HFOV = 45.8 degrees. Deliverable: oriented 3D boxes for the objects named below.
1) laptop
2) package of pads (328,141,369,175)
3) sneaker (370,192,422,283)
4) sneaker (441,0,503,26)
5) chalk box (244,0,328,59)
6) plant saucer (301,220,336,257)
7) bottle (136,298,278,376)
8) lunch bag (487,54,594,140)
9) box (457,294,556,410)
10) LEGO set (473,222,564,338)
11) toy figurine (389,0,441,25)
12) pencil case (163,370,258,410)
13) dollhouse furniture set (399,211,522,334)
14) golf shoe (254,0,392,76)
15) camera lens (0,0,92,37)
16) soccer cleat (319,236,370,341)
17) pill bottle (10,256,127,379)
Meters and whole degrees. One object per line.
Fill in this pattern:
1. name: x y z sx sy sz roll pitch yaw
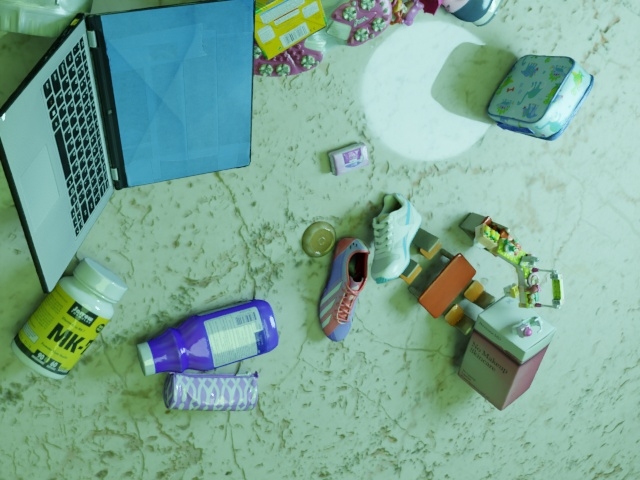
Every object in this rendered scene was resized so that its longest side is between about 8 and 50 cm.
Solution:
1. laptop: -0.283 -0.150 1.226 0.236 0.408 0.382 15 140 6
2. package of pads: 0.059 -0.173 1.603 0.083 0.032 0.050 -21 117 -19
3. sneaker: 0.147 -0.003 1.637 0.092 0.087 0.229 47 43 -27
4. sneaker: 0.334 -0.609 1.539 0.131 0.112 0.319 8 102 -30
5. chalk box: -0.099 -0.455 1.325 0.132 0.213 0.132 -29 158 1
6. plant saucer: 0.000 0.000 1.645 0.083 0.015 0.083 -9 112 -24
7. bottle: -0.230 0.206 1.553 0.282 0.092 0.118 -15 97 -22
8. lunch bag: 0.474 -0.312 1.655 0.090 0.219 0.176 31 92 -26
9. box: 0.447 0.271 1.838 0.126 0.148 0.232 -28 142 -33
10. LEGO set: 0.453 0.072 1.670 0.132 0.107 0.287 -34 109 -26
11. toy figurine: 0.166 -0.480 1.512 0.159 0.130 0.173 10 122 -39
12. pencil case: -0.229 0.316 1.601 0.206 0.086 0.088 5 113 -28
13. dollhouse furniture set: 0.330 0.065 1.766 0.259 0.135 0.262 -49 122 -3
14. golf shoe: -0.020 -0.409 1.442 0.306 0.140 0.115 -19 137 4
15. camera lens: -0.446 -0.456 1.133 0.219 0.219 0.274 1 108 -27
16. soccer cleat: 0.056 0.114 1.667 0.083 0.095 0.248 4 104 -25
17. pill bottle: -0.461 0.142 1.401 0.119 0.119 0.208 38 88 -32
